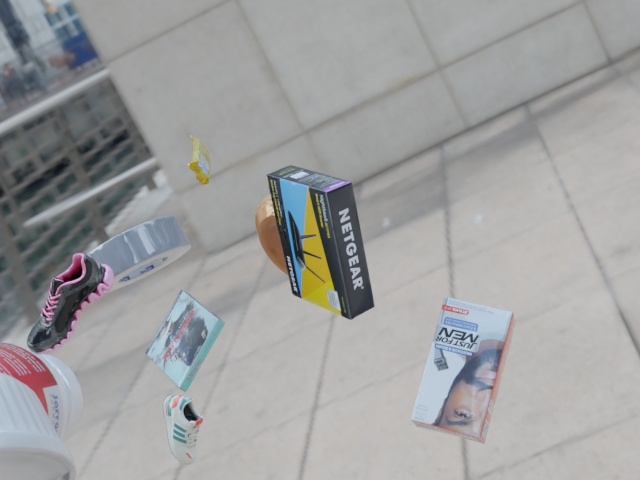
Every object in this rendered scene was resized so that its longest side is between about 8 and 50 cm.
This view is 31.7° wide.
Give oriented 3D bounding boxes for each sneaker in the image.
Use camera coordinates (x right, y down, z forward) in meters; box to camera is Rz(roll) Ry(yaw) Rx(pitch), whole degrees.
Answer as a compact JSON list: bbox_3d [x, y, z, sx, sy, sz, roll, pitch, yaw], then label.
[{"bbox_3d":[-0.271,0.062,1.178,0.047,0.057,0.119,25,72,36],"label":"sneaker"},{"bbox_3d":[-0.284,0.405,2.409,0.075,0.161,0.057,-4,13,36],"label":"sneaker"}]

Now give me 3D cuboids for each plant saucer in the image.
[{"bbox_3d":[-0.028,0.007,1.868,0.200,0.200,0.037,-12,32,48],"label":"plant saucer"}]

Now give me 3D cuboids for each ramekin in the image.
[{"bbox_3d":[-0.436,0.264,1.337,0.273,0.127,0.273,-20,-31,-13],"label":"ramekin"}]

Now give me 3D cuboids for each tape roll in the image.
[{"bbox_3d":[-0.378,0.030,2.315,0.219,0.072,0.219,-28,-6,-3],"label":"tape roll"}]

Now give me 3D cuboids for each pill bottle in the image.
[{"bbox_3d":[-0.537,0.277,1.751,0.229,0.229,0.408,-24,-6,13],"label":"pill bottle"}]

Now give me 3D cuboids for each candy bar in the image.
[{"bbox_3d":[-0.167,-0.113,1.563,0.018,0.040,0.161,-34,18,6],"label":"candy bar"}]

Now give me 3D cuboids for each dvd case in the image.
[{"bbox_3d":[-0.152,0.109,1.252,0.087,0.013,0.119,-60,29,0],"label":"dvd case"}]

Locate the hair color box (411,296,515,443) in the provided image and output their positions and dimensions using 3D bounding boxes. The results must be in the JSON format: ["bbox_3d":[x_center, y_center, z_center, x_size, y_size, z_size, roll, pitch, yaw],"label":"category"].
[{"bbox_3d":[0.183,0.165,1.440,0.093,0.167,0.053,12,-15,18],"label":"hair color box"}]

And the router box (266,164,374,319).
[{"bbox_3d":[0.000,0.000,1.457,0.046,0.179,0.133,-26,26,-30],"label":"router box"}]
